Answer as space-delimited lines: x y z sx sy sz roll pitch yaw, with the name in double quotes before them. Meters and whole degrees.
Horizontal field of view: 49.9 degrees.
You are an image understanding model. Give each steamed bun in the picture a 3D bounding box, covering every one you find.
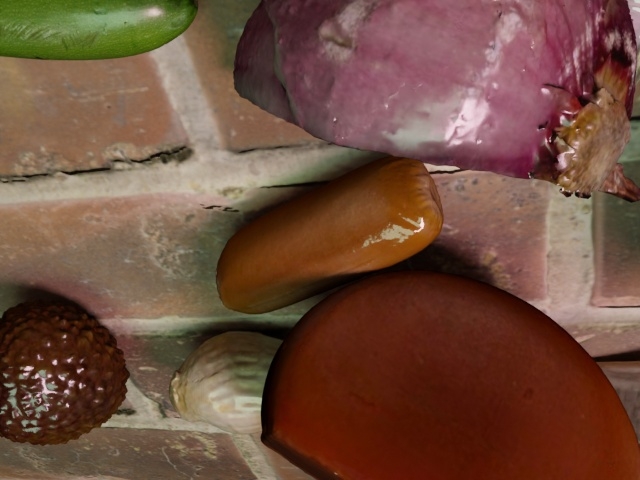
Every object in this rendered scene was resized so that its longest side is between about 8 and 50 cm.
"steamed bun" 0.135 0.178 0.706 0.379 0.248 0.235 30 159 4

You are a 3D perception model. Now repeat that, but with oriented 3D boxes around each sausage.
"sausage" 0.000 0.001 0.708 0.274 0.105 0.105 -25 124 31

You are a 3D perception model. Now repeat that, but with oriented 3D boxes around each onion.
"onion" 0.056 -0.151 0.489 0.267 0.348 0.159 2 108 -46

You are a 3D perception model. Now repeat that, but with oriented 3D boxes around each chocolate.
"chocolate" -0.046 0.184 0.891 0.309 0.134 0.134 -1 134 10

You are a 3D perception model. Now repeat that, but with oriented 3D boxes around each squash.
"squash" -0.248 -0.196 0.586 0.292 0.082 0.082 4 135 9

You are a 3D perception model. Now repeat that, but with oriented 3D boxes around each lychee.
"lychee" -0.368 0.172 0.906 0.238 0.200 0.200 25 136 -34

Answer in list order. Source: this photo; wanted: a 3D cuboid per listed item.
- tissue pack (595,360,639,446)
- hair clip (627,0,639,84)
"tissue pack" 0.426 0.315 0.825 0.238 0.239 0.305 -20 127 29
"hair clip" 0.207 -0.187 0.491 0.159 0.071 0.218 21 152 17
